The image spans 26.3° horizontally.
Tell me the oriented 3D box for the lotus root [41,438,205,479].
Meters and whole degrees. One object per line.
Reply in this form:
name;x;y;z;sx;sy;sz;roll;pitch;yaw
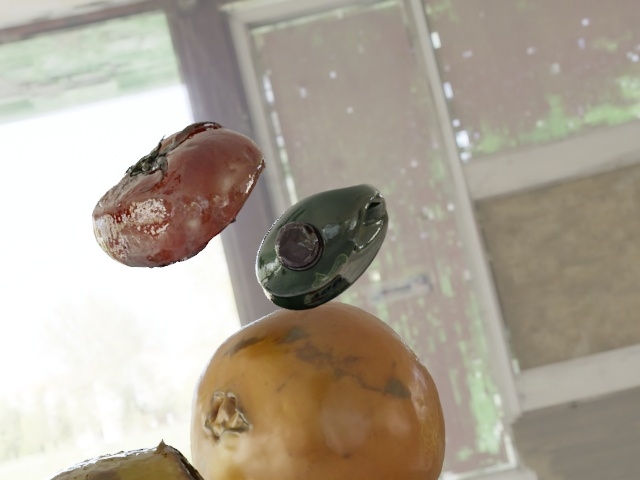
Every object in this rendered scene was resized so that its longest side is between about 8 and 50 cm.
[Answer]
lotus root;-0.151;0.255;0.808;0.291;0.193;0.193;-56;-1;-7

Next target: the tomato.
tomato;-0.181;-0.065;1.623;0.228;0.101;0.228;-30;25;16

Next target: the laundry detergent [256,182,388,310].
laundry detergent;0.000;0.000;1.249;0.144;0.078;0.222;-43;-10;-1

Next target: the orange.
orange;-0.002;0.224;1.617;0.312;0.312;0.312;-13;-5;-1
